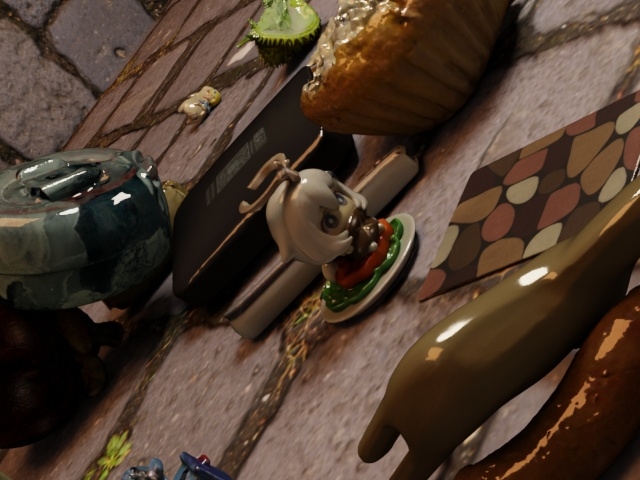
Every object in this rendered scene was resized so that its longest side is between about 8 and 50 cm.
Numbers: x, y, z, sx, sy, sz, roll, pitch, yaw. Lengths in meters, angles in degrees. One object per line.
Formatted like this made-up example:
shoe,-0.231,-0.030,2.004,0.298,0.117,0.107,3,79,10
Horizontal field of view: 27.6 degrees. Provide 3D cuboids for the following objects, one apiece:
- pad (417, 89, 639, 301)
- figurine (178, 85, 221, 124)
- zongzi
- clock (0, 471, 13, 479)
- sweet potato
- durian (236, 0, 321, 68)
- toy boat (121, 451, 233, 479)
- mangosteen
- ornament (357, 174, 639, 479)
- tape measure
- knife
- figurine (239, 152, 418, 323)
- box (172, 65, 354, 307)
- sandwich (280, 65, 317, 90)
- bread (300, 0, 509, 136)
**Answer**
pad,0.178,-0.038,1.074,0.235,0.003,0.158,-26,31,50
figurine,-0.201,-0.235,2.250,0.051,0.047,0.083,10,54,52
zongzi,-0.252,-0.005,1.856,0.194,0.099,0.197,-49,12,5
clock,-0.368,0.251,1.409,0.029,0.235,0.235,-58,20,-19
sweet potato,0.169,0.089,0.771,0.281,0.059,0.067,-49,28,8
durian,-0.065,-0.322,2.003,0.086,0.100,0.215,-41,14,34
toy boat,-0.119,0.224,1.102,0.097,0.100,0.223,-62,22,-5
mangosteen,-0.385,0.153,1.702,0.265,0.228,0.228,-18,21,-3
ornament,0.139,0.045,0.810,0.230,0.061,0.245,-33,-18,-26
tape measure,-0.324,-0.025,1.640,0.256,0.147,0.275,-25,28,-29
knife,0.000,0.001,1.347,0.265,0.040,0.073,-45,8,16
figurine,-0.005,-0.013,1.207,0.132,0.154,0.132,-44,19,20
box,-0.079,-0.070,1.611,0.289,0.073,0.290,-47,19,13
sandwich,-0.018,-0.213,1.802,0.135,0.029,0.067,-35,25,37
bread,0.093,-0.215,1.378,0.274,0.149,0.274,-49,14,17
